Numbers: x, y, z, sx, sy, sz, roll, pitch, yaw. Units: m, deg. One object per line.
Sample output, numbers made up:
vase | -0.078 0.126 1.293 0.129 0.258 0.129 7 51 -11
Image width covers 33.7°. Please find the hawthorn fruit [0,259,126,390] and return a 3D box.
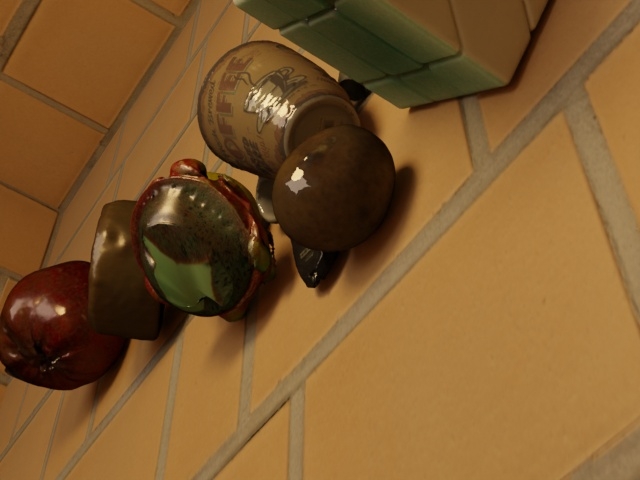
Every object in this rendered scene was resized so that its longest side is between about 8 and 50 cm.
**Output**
hawthorn fruit | -0.592 0.185 2.444 0.308 0.308 0.324 -50 34 30

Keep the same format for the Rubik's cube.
Rubik's cube | 0.120 -0.397 1.425 0.318 0.322 0.316 -64 19 -10

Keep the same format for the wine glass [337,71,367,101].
wine glass | 0.069 -0.331 1.831 0.066 0.066 0.198 -37 31 49

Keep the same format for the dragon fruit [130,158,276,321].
dragon fruit | -0.197 0.014 1.745 0.268 0.295 0.130 -17 15 26

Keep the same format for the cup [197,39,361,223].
cup | -0.059 -0.159 1.754 0.257 0.227 0.301 -141 48 -57

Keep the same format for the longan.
longan | 0.021 -0.072 1.479 0.187 0.167 0.167 -58 20 7

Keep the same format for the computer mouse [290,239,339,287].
computer mouse | 0.000 0.000 1.591 0.099 0.057 0.172 -42 39 39

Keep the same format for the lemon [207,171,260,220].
lemon | -0.203 -0.019 1.919 0.184 0.184 0.248 -34 41 52

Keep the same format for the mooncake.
mooncake | -0.391 0.059 2.167 0.284 0.156 0.284 -173 90 -86
